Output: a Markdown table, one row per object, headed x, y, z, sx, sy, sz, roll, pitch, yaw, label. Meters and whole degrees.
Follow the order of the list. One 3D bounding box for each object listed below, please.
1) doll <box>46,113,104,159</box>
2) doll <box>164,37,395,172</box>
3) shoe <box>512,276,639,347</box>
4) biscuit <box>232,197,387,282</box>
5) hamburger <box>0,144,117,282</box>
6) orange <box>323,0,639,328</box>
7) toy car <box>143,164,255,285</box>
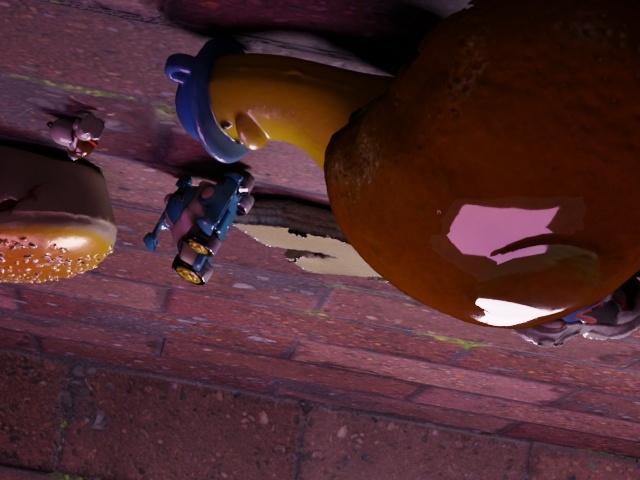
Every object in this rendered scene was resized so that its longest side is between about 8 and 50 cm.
| x | y | z | sx | sy | sz | roll | pitch | yaw | label |
| --- | --- | --- | --- | --- | --- | --- | --- | --- | --- |
| -0.257 | -0.115 | 1.913 | 0.085 | 0.040 | 0.058 | -3 | 152 | 44 | doll |
| 0.036 | -0.100 | 1.568 | 0.363 | 0.145 | 0.199 | 19 | 152 | -6 | doll |
| 0.319 | 0.050 | 2.133 | 0.227 | 0.126 | 0.099 | -10 | -141 | -39 | shoe |
| 0.000 | 0.000 | 2.197 | 0.147 | 0.046 | 0.250 | 4 | 167 | 29 | biscuit |
| -0.364 | -0.019 | 2.166 | 0.227 | 0.151 | 0.295 | 8 | 166 | -7 | hamburger |
| 0.150 | -0.049 | 1.401 | 0.262 | 0.196 | 0.334 | 31 | 141 | -19 | orange |
| -0.144 | -0.032 | 2.028 | 0.098 | 0.126 | 0.161 | 26 | 162 | 4 | toy car |
